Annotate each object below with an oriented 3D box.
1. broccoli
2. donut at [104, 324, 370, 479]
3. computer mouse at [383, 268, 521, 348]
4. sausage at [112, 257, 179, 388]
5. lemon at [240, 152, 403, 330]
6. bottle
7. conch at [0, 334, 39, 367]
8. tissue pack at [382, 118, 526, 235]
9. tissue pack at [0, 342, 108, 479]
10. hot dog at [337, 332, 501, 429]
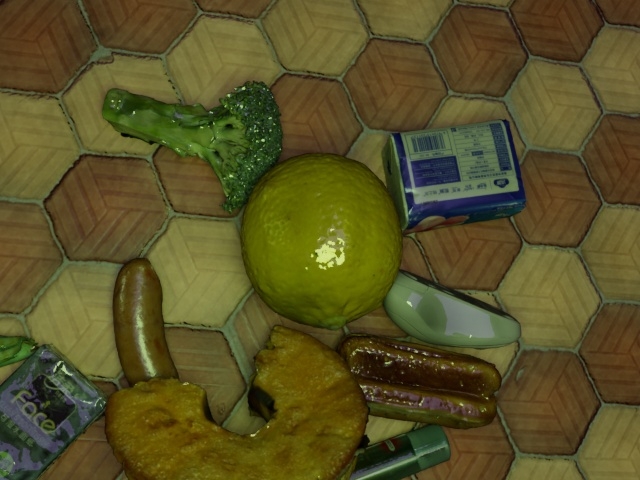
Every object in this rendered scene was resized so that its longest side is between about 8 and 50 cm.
[{"bbox_3d":[-0.242,-0.244,1.329,0.362,0.221,0.252,33,106,0],"label":"broccoli"},{"bbox_3d":[-0.127,0.350,1.139,0.435,0.377,0.163,-14,126,-25],"label":"donut"},{"bbox_3d":[0.252,0.158,1.339,0.297,0.184,0.121,23,93,-9],"label":"computer mouse"},{"bbox_3d":[-0.341,0.168,1.273,0.109,0.109,0.270,-8,82,-11],"label":"sausage"},{"bbox_3d":[0.000,-0.002,1.258,0.336,0.336,0.335,2,80,-10],"label":"lemon"},{"bbox_3d":[0.117,0.445,1.312,0.286,0.082,0.082,-16,83,-13],"label":"bottle"},{"bbox_3d":[-0.611,0.202,1.215,0.170,0.106,0.079,-8,86,-16],"label":"conch"},{"bbox_3d":[0.282,-0.136,1.420,0.270,0.137,0.209,-10,82,-8],"label":"tissue pack"},{"bbox_3d":[-0.531,0.332,1.222,0.173,0.073,0.235,45,76,-1],"label":"tissue pack"},{"bbox_3d":[0.188,0.285,1.333,0.349,0.117,0.158,10,78,-5],"label":"hot dog"}]
